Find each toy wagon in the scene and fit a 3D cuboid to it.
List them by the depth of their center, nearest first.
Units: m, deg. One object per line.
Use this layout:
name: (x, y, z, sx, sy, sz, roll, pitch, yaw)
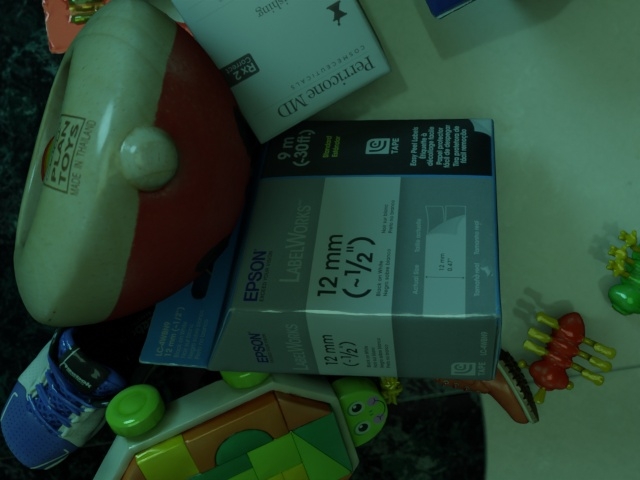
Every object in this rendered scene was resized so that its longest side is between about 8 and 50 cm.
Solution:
toy wagon: (-0.061, 0.228, 0.850, 0.344, 0.068, 0.267, -23, 125, -9)

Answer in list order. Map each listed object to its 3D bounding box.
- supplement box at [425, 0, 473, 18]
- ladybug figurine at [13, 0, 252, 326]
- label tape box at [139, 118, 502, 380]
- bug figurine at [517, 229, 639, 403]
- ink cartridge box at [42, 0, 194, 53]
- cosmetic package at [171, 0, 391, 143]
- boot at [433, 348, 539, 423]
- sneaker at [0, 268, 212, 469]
supplement box: (0.132, -0.411, 0.681, 0.195, 0.194, 0.357, -20, 103, 37)
ladybug figurine: (-0.182, -0.063, 0.748, 0.161, 0.449, 0.305, 15, 91, -23)
label tape box: (0.000, 0.000, 0.787, 0.347, 0.249, 0.115, 2, 140, 8)
bug figurine: (0.359, 0.121, 0.825, 0.279, 0.072, 0.216, 29, 90, 7)
ink cartridge box: (-0.168, -0.407, 0.810, 0.307, 0.091, 0.385, -7, 96, -3)
cosmetic package: (-0.041, -0.227, 0.787, 0.151, 0.151, 0.184, -28, 113, 11)
boot: (0.173, 0.148, 0.876, 0.084, 0.059, 0.158, -40, 81, 15)
sneaker: (-0.265, 0.141, 0.884, 0.315, 0.182, 0.127, -41, 87, 12)
